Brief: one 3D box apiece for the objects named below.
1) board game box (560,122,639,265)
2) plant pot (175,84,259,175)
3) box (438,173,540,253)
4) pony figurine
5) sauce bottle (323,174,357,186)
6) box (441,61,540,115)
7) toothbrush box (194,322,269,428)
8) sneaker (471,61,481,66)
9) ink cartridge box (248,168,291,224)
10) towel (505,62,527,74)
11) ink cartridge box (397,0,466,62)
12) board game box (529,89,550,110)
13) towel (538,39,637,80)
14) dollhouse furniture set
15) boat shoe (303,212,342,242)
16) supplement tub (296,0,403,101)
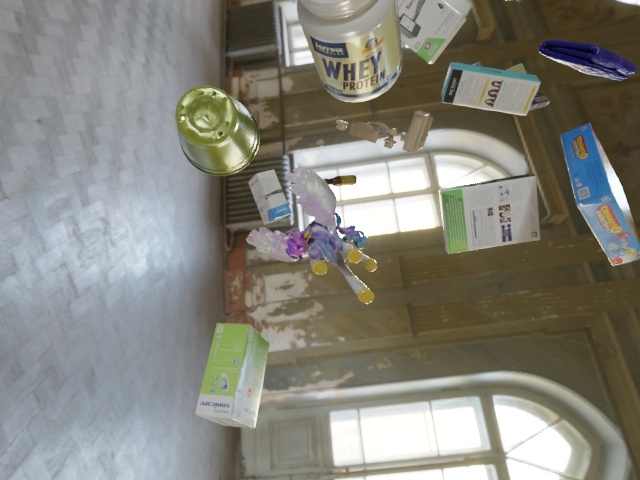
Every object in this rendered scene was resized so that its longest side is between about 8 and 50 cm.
[{"bbox_3d":[0.828,-0.135,1.287,0.302,0.086,0.308,41,45,-30],"label":"board game box"},{"bbox_3d":[-0.455,-0.484,1.852,0.353,0.366,0.366,171,-89,-86],"label":"plant pot"},{"bbox_3d":[0.591,-0.093,1.534,0.058,0.322,0.232,-78,158,-75],"label":"box"},{"bbox_3d":[0.000,0.000,1.320,0.351,0.303,0.363,33,10,-29],"label":"pony figurine"},{"bbox_3d":[0.072,-0.220,1.610,0.042,0.128,0.042,20,-67,61],"label":"sauce bottle"},{"bbox_3d":[0.478,-0.430,1.241,0.060,0.244,0.100,-77,177,-50],"label":"box"},{"bbox_3d":[-0.271,0.432,1.399,0.206,0.122,0.283,67,27,-56],"label":"toothbrush box"},{"bbox_3d":[0.640,-0.664,1.828,0.078,0.067,0.188,59,-14,26],"label":"sneaker"},{"bbox_3d":[-0.220,-0.185,1.873,0.148,0.086,0.203,-18,-87,64],"label":"ink cartridge box"},{"bbox_3d":[0.724,-0.596,1.644,0.110,0.148,0.027,61,-15,-7],"label":"towel"},{"bbox_3d":[0.384,-0.849,1.680,0.198,0.273,0.115,-52,173,30],"label":"ink cartridge box"},{"bbox_3d":[0.835,-0.589,1.779,0.136,0.201,0.035,53,-38,20],"label":"board game box"},{"bbox_3d":[0.958,-0.644,1.576,0.227,0.308,0.076,40,-57,48],"label":"towel"},{"bbox_3d":[0.303,-0.553,2.002,0.303,0.355,0.174,-31,143,-56],"label":"dollhouse furniture set"},{"bbox_3d":[-0.029,-0.024,1.650,0.109,0.258,0.089,53,-30,4],"label":"boat shoe"},{"bbox_3d":[0.077,-0.531,1.081,0.325,0.235,0.235,54,28,-66],"label":"supplement tub"}]
